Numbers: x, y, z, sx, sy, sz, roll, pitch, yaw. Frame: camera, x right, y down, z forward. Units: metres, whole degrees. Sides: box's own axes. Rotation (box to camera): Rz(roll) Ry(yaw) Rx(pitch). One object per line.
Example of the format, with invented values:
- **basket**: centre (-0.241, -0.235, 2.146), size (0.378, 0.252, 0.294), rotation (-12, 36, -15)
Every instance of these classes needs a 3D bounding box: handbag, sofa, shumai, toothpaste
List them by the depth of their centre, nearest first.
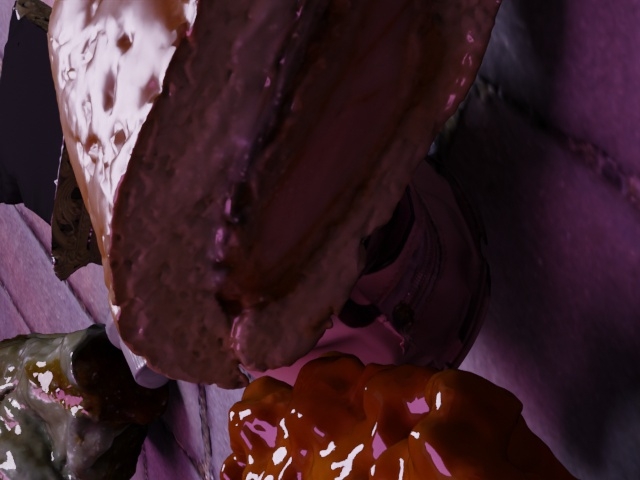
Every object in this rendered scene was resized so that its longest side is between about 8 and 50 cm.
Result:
- **handbag**: centre (-0.001, 0.000, 0.899), size (0.179, 0.116, 0.205), rotation (-42, 43, 16)
- **sofa**: centre (-0.164, -0.086, 1.321), size (0.258, 0.182, 0.200), rotation (33, 116, 59)
- **toothpaste**: centre (-0.202, 0.035, 1.586), size (0.099, 0.069, 0.282), rotation (-51, 41, 28)
- **shumai**: centre (-0.263, 0.146, 1.681), size (0.272, 0.222, 0.203), rotation (47, 117, 46)

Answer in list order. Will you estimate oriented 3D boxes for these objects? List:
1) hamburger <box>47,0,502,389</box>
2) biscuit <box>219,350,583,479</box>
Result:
- **hamburger**: centre (-0.041, -0.110, 0.783), size (0.209, 0.162, 0.329), rotation (36, 106, 53)
- **biscuit**: centre (0.106, 0.181, 0.738), size (0.318, 0.110, 0.312), rotation (43, 166, -15)
